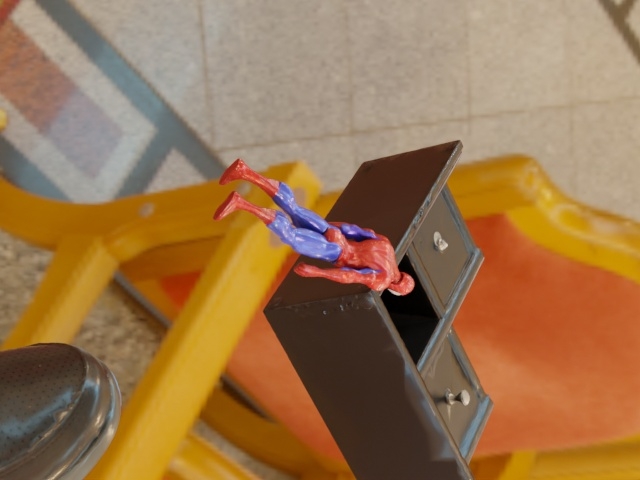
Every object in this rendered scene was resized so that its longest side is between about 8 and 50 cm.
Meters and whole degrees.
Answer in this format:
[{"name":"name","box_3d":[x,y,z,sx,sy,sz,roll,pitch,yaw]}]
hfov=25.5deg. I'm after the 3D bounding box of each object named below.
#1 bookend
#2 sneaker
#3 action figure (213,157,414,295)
[{"name":"bookend","box_3d":[0.058,0.052,0.831,0.157,0.072,0.156,63,36,-23]},{"name":"sneaker","box_3d":[-0.275,0.111,0.807,0.340,0.125,0.140,-15,126,-26]},{"name":"action figure","box_3d":[0.000,0.000,0.702,0.115,0.030,0.038,27,40,-22]}]
